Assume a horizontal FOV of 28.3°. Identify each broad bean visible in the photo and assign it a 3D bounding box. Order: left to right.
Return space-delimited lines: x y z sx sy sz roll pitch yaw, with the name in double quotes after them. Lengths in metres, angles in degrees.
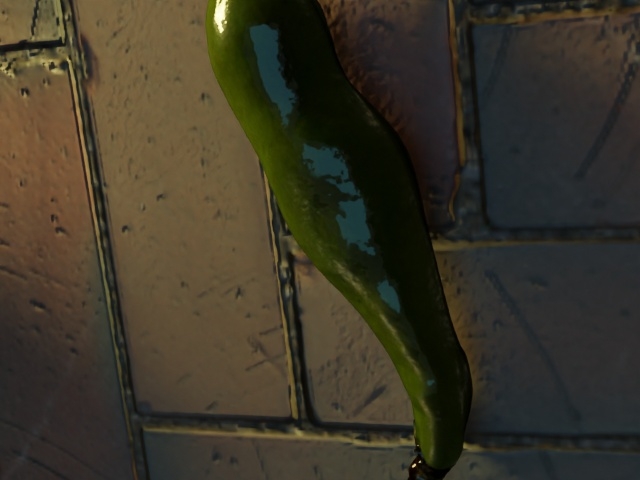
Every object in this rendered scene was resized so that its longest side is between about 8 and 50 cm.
0.010 -0.001 0.644 0.098 0.056 0.318 -8 104 24 "broad bean"
